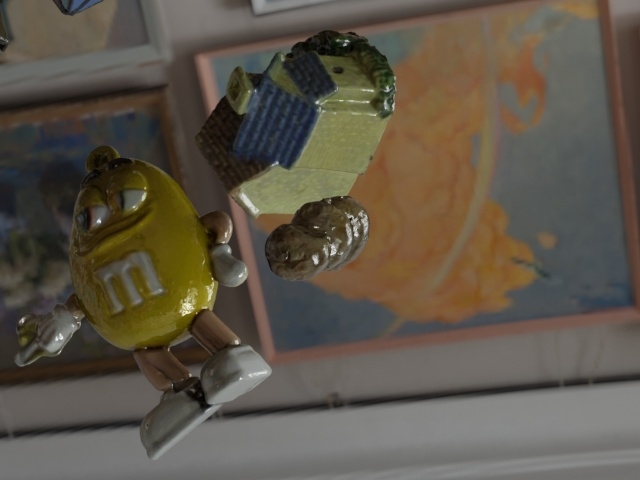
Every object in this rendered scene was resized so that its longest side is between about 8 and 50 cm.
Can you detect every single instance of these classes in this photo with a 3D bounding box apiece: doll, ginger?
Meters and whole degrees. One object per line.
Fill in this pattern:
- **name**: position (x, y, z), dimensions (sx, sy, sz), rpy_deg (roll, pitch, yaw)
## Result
- **doll**: position (-0.244, 0.091, 1.842), dimensions (0.423, 0.348, 0.161), rpy_deg (31, 178, 22)
- **ginger**: position (0.000, 0.000, 1.617), dimensions (0.080, 0.104, 0.204), rpy_deg (20, -165, 19)

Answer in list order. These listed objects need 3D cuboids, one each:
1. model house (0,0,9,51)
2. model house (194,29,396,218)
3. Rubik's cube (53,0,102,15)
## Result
- **model house**: position (-0.414, -0.292, 1.276), dimensions (0.211, 0.243, 0.204), rpy_deg (-31, 156, 28)
- **model house**: position (-0.068, -0.210, 2.238), dimensions (0.266, 0.321, 0.261), rpy_deg (-5, -133, -35)
- **Rubik's cube**: position (-0.388, -0.570, 2.237), dimensions (0.248, 0.250, 0.246), rpy_deg (-35, 175, -24)
